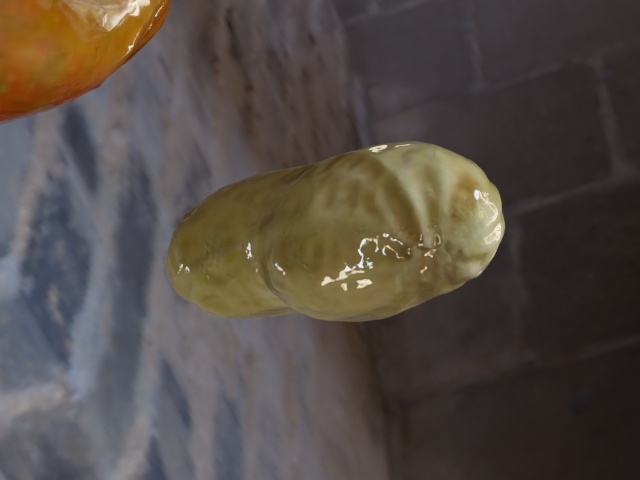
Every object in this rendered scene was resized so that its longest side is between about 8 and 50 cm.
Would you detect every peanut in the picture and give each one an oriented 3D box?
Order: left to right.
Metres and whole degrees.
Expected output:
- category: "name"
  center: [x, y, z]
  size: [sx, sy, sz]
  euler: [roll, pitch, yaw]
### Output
- category: "peanut"
  center: [0.000, 0.000, 1.482]
  size: [0.319, 0.147, 0.147]
  euler: [-8, 35, 36]

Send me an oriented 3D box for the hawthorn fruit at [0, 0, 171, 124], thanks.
- category: "hawthorn fruit"
  center: [-0.121, -0.116, 0.531]
  size: [0.189, 0.189, 0.189]
  euler: [-16, 34, 11]
